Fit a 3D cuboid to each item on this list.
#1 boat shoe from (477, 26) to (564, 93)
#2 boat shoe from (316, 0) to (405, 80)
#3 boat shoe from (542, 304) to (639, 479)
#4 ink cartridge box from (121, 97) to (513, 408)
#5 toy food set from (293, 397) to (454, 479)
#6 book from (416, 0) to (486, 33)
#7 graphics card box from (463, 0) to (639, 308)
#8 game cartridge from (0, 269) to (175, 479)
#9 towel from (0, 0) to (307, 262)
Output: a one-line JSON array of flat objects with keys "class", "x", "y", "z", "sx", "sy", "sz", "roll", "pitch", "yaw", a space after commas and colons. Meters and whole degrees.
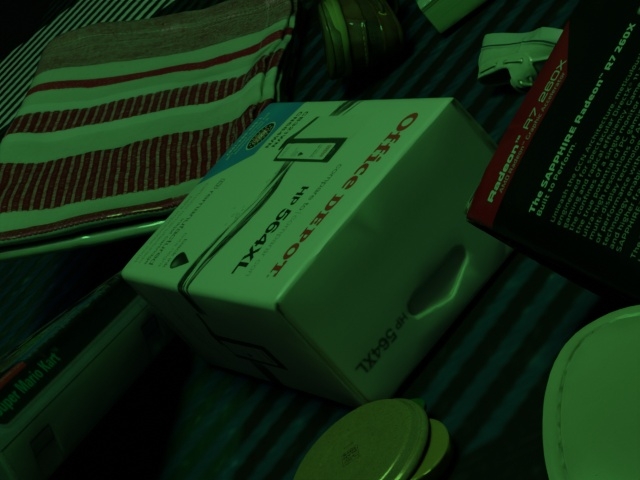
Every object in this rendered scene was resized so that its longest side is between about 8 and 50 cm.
[{"class": "boat shoe", "x": 0.125, "y": -0.102, "z": 0.916, "sx": 0.100, "sy": 0.035, "sz": 0.035, "roll": 8, "pitch": 81, "yaw": 57}, {"class": "boat shoe", "x": 0.028, "y": -0.169, "z": 1.161, "sx": 0.060, "sy": 0.064, "sz": 0.178, "roll": -8, "pitch": 29, "yaw": 1}, {"class": "boat shoe", "x": 0.123, "y": 0.101, "z": 0.456, "sx": 0.075, "sy": 0.065, "sz": 0.206, "roll": -28, "pitch": 39, "yaw": 3}, {"class": "ink cartridge box", "x": 0.000, "y": 0.000, "z": 0.858, "sx": 0.148, "sy": 0.086, "sz": 0.203, "roll": -50, "pitch": 23, "yaw": -18}, {"class": "toy food set", "x": 0.020, "y": 0.105, "z": 0.725, "sx": 0.083, "sy": 0.020, "sz": 0.082, "roll": -43, "pitch": 22, "yaw": -2}, {"class": "book", "x": 0.128, "y": -0.209, "z": 1.102, "sx": 0.144, "sy": 0.035, "sz": 0.096, "roll": -39, "pitch": 19, "yaw": 11}, {"class": "graphics card box", "x": 0.209, "y": -0.052, "z": 0.533, "sx": 0.233, "sy": 0.094, "sz": 0.371, "roll": -61, "pitch": 22, "yaw": 1}, {"class": "game cartridge", "x": -0.210, "y": 0.127, "z": 0.878, "sx": 0.230, "sy": 0.068, "sz": 0.355, "roll": -39, "pitch": 5, "yaw": 19}, {"class": "towel", "x": -0.139, "y": -0.098, "z": 1.211, "sx": 0.237, "sy": 0.037, "sz": 0.329, "roll": -11, "pitch": 31, "yaw": 12}]
